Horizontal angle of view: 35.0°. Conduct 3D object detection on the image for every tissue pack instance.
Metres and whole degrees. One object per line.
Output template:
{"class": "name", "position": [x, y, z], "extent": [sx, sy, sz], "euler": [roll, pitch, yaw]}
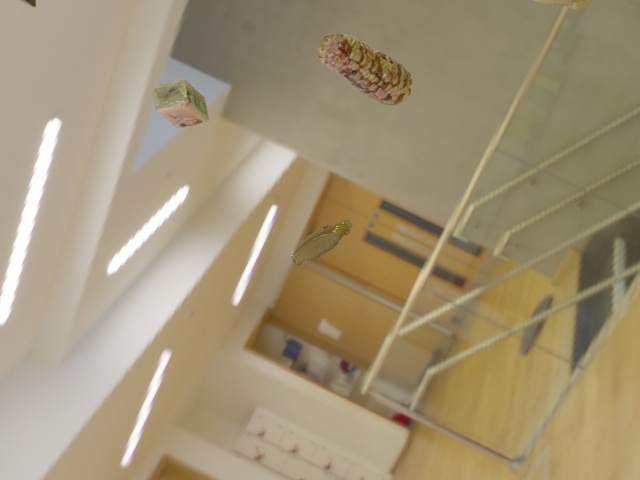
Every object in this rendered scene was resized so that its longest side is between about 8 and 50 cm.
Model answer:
{"class": "tissue pack", "position": [-0.257, -0.251, 1.863], "extent": [0.094, 0.074, 0.059], "euler": [38, -138, -65]}

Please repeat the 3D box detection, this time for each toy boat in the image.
{"class": "toy boat", "position": [0.000, 0.000, 2.035], "extent": [0.149, 0.047, 0.049], "euler": [-31, 20, 29]}

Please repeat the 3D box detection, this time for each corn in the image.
{"class": "corn", "position": [0.088, -0.336, 1.967], "extent": [0.280, 0.092, 0.092], "euler": [21, -85, -54]}

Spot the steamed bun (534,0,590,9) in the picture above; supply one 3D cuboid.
{"class": "steamed bun", "position": [0.518, -0.631, 2.084], "extent": [0.289, 0.276, 0.203], "euler": [-26, -7, -46]}

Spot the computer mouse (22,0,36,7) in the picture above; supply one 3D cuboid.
{"class": "computer mouse", "position": [-0.529, -0.452, 1.791], "extent": [0.047, 0.079, 0.135], "euler": [-55, 23, -2]}
